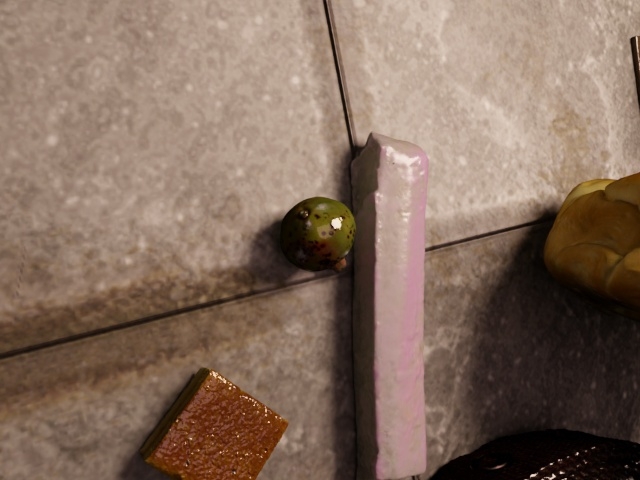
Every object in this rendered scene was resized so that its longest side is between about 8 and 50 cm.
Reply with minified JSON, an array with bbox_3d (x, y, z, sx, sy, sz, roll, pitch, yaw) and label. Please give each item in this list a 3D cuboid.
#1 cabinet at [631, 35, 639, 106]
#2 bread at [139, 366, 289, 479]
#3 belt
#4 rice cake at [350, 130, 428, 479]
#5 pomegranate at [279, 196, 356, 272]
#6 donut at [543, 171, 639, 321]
[{"bbox_3d":[0.561,-0.200,0.787,0.148,0.175,0.215,-10,92,-28],"label":"cabinet"},{"bbox_3d":[-0.090,0.170,0.499,0.094,0.035,0.090,41,70,-21],"label":"bread"},{"bbox_3d":[0.241,0.302,0.597,0.289,0.164,0.184,-13,85,-28],"label":"belt"},{"bbox_3d":[0.069,0.071,0.578,0.073,0.056,0.364,3,85,-26],"label":"rice cake"},{"bbox_3d":[-0.002,0.002,0.540,0.073,0.073,0.084,-21,121,-27],"label":"pomegranate"},{"bbox_3d":[0.428,0.035,0.625,0.361,0.360,0.169,21,93,-26],"label":"donut"}]
